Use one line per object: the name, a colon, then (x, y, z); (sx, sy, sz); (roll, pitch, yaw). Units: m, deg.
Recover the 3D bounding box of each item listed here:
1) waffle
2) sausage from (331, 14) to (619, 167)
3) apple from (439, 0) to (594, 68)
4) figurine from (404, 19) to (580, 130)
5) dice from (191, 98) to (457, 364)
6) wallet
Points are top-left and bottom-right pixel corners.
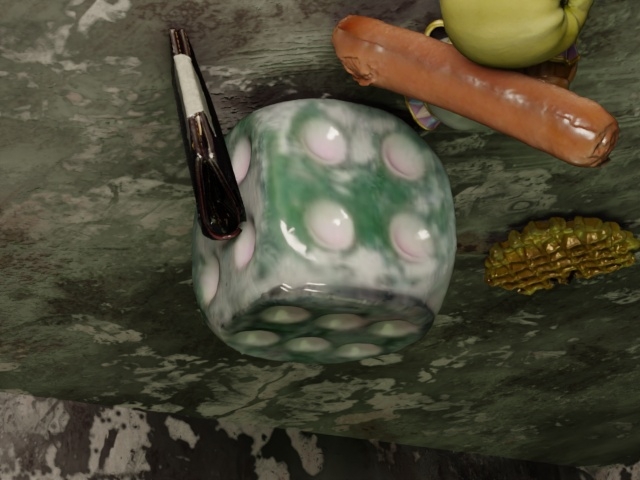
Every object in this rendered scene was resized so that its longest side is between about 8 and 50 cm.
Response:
waffle: (0.463, 0.029, 2.571); (0.309, 0.065, 0.283); (7, 150, -18)
sausage: (0.197, -0.203, 1.746); (0.419, 0.094, 0.094); (24, -157, 23)
apple: (0.242, -0.306, 1.649); (0.200, 0.200, 0.200); (-5, 155, -2)
figurine: (0.248, -0.244, 1.842); (0.263, 0.142, 0.189); (-19, 117, 34)
dice: (0.000, 0.000, 2.074); (0.327, 0.348, 0.330); (8, 150, -24)
wallet: (-0.166, -0.147, 1.870); (0.071, 0.221, 0.262); (-12, 155, -2)
